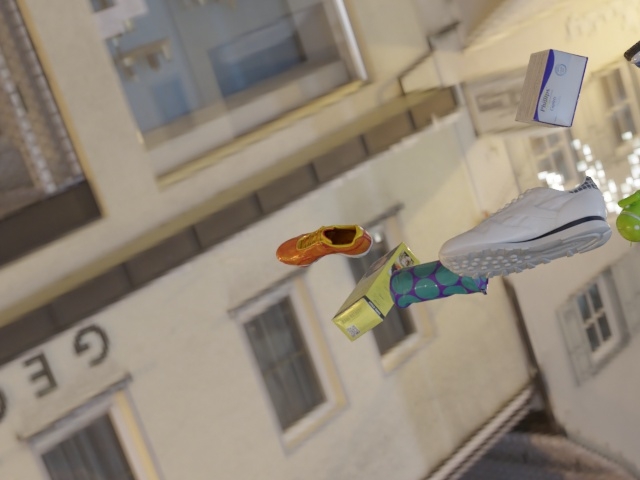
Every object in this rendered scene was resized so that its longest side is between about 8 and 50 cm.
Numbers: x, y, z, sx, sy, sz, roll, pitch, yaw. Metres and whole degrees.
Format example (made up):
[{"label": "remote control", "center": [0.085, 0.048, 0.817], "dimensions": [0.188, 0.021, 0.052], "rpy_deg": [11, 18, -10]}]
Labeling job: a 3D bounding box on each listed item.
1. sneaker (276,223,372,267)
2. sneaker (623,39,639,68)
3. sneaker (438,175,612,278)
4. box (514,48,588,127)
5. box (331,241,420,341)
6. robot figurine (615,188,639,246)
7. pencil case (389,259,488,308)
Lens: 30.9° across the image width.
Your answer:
[{"label": "sneaker", "center": [0.000, 0.000, 1.926], "dimensions": [0.175, 0.067, 0.064], "rpy_deg": [-13, -124, 25]}, {"label": "sneaker", "center": [0.672, -0.373, 2.322], "dimensions": [0.080, 0.081, 0.211], "rpy_deg": [-37, 171, 33]}, {"label": "sneaker", "center": [0.273, -0.016, 1.579], "dimensions": [0.235, 0.095, 0.090], "rpy_deg": [-14, 155, 10]}, {"label": "box", "center": [0.401, -0.262, 2.015], "dimensions": [0.072, 0.126, 0.137], "rpy_deg": [12, -175, -5]}, {"label": "box", "center": [0.104, 0.091, 2.112], "dimensions": [0.087, 0.058, 0.232], "rpy_deg": [-38, -173, 32]}, {"label": "robot figurine", "center": [0.579, -0.046, 2.089], "dimensions": [0.115, 0.101, 0.067], "rpy_deg": [-51, -157, -17]}, {"label": "pencil case", "center": [0.183, 0.063, 1.774], "dimensions": [0.151, 0.070, 0.064], "rpy_deg": [-12, -133, 27]}]
